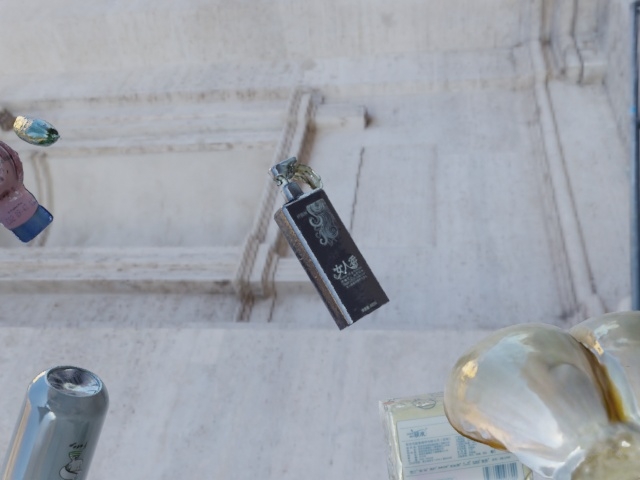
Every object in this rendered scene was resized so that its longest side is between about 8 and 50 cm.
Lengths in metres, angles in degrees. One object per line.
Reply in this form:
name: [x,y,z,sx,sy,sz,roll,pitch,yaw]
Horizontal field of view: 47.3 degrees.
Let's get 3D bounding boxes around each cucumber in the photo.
cucumber: [-0.395,-0.151,1.004,0.039,0.168,0.039,-12,-70,-34]

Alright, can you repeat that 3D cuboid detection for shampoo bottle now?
shampoo bottle: [-0.001,0.000,1.282,0.309,0.098,0.071,59,155,6]

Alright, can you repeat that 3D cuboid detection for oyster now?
oyster: [-0.042,-0.134,1.653,0.083,0.080,0.038,60,144,19]

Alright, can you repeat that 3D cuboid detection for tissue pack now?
tissue pack: [0.189,0.291,1.046,0.092,0.196,0.148,138,126,-82]

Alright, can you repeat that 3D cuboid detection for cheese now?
cheese: [-0.713,-0.119,1.586,0.189,0.286,0.074,-51,12,-29]

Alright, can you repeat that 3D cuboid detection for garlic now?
garlic: [0.304,0.193,0.843,0.249,0.286,0.313,61,-173,11]

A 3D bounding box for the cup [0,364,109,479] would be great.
cup: [-0.644,0.474,1.780,0.205,0.205,0.312,-53,-15,-74]
